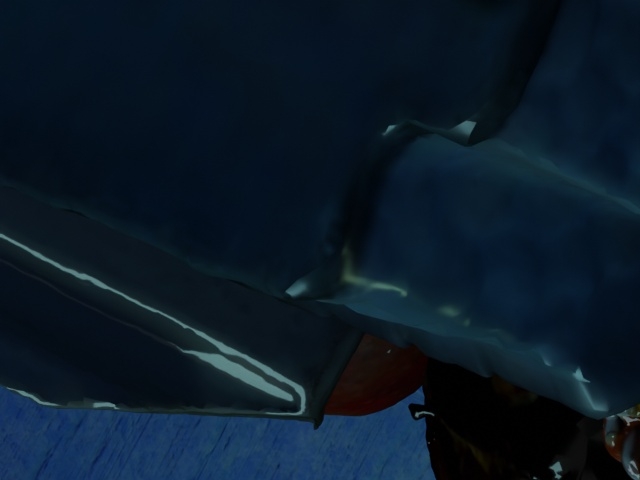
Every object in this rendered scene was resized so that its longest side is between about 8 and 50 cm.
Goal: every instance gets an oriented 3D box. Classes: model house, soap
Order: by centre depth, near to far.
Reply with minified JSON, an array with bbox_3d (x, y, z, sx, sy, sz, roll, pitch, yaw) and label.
[{"bbox_3d":[0.078,-0.091,0.737,0.339,0.297,0.360,27,174,-41],"label":"model house"},{"bbox_3d":[-0.139,-0.084,1.097,0.435,0.350,0.213,25,169,2],"label":"soap"}]

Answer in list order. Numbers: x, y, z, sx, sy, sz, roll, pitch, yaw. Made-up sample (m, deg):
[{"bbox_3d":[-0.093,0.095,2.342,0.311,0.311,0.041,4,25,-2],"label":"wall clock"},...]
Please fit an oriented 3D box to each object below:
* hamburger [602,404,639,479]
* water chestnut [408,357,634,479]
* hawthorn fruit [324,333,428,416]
[{"bbox_3d":[0.261,0.030,0.904,0.295,0.227,0.151,6,-172,36],"label":"hamburger"},{"bbox_3d":[0.225,0.124,1.206,0.335,0.335,0.347,17,122,46],"label":"water chestnut"},{"bbox_3d":[0.000,0.000,1.373,0.265,0.265,0.307,23,169,25],"label":"hawthorn fruit"}]
